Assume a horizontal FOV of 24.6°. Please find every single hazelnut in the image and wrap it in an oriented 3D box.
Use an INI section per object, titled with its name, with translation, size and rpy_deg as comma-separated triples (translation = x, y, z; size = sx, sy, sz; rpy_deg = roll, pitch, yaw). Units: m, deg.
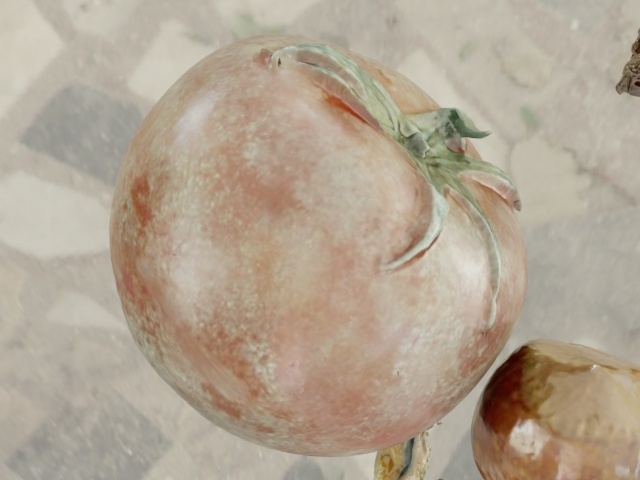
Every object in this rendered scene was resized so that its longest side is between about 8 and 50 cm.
[hazelnut]
translation = 0.187, 0.145, 1.068
size = 0.154, 0.143, 0.143
rpy_deg = 14, 69, 3

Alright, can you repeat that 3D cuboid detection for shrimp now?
[shrimp]
translation = 0.125, 0.233, 1.481
size = 0.152, 0.046, 0.219
rpy_deg = 5, 82, 0

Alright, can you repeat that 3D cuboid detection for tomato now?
[tomato]
translation = 0.000, 0.000, 1.076
size = 0.282, 0.317, 0.316
rpy_deg = -43, 69, 24

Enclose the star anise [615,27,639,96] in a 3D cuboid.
[star anise]
translation = 0.353, -0.162, 1.277
size = 0.190, 0.126, 0.220
rpy_deg = -33, 39, 20
